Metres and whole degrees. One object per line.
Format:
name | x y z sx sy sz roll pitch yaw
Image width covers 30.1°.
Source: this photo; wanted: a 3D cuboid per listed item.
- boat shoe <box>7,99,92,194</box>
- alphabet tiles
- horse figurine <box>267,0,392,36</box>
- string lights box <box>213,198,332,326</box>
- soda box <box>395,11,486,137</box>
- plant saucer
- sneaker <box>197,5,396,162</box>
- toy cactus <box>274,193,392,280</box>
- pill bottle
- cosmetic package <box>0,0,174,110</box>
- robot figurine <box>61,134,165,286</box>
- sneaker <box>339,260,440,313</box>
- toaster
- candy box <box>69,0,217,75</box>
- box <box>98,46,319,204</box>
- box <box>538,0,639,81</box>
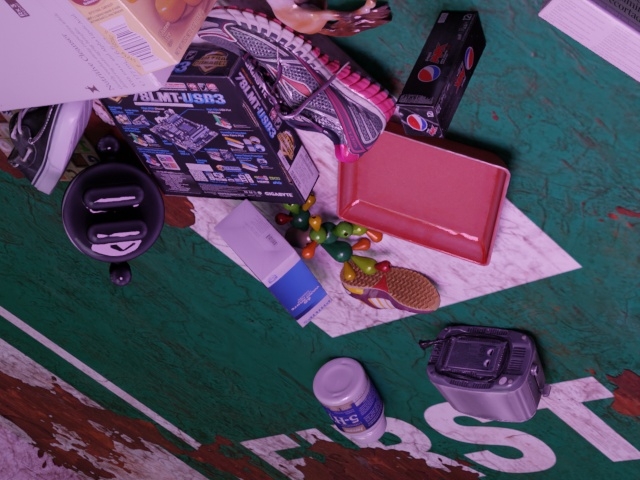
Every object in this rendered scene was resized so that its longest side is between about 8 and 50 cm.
boat shoe | -0.476 -0.173 2.024 0.119 0.121 0.335 27 151 -11
alphabet tiles | -0.505 -0.175 2.171 0.237 0.009 0.198 3 143 32
horse figurine | -0.032 -0.339 1.523 0.263 0.066 0.174 41 144 -23
string lights box | -0.074 0.042 2.009 0.133 0.077 0.260 46 176 25
soda box | 0.152 -0.208 1.487 0.053 0.169 0.060 9 146 28
plant saucer | 0.153 -0.083 1.798 0.258 0.048 0.259 18 149 11
sneaker | -0.042 -0.221 1.628 0.299 0.112 0.121 31 178 -8
toy cactus | 0.000 0.000 1.996 0.219 0.112 0.180 27 164 -29
pill bottle | 0.067 0.333 2.431 0.112 0.112 0.187 4 143 31
cosmetic package | -0.394 -0.321 1.725 0.385 0.156 0.217 -4 140 38
robot figurine | -0.353 -0.052 2.034 0.173 0.209 0.278 34 176 -13
sneaker | 0.126 0.089 2.071 0.185 0.070 0.084 19 158 22
toaster | 0.291 0.239 2.111 0.227 0.129 0.146 2 144 31
candy box | -0.267 -0.386 1.506 0.087 0.183 0.316 -8 136 42
box | -0.187 -0.179 1.872 0.295 0.073 0.293 5 143 32
box | 0.409 -0.215 1.396 0.324 0.063 0.067 30 148 -9
